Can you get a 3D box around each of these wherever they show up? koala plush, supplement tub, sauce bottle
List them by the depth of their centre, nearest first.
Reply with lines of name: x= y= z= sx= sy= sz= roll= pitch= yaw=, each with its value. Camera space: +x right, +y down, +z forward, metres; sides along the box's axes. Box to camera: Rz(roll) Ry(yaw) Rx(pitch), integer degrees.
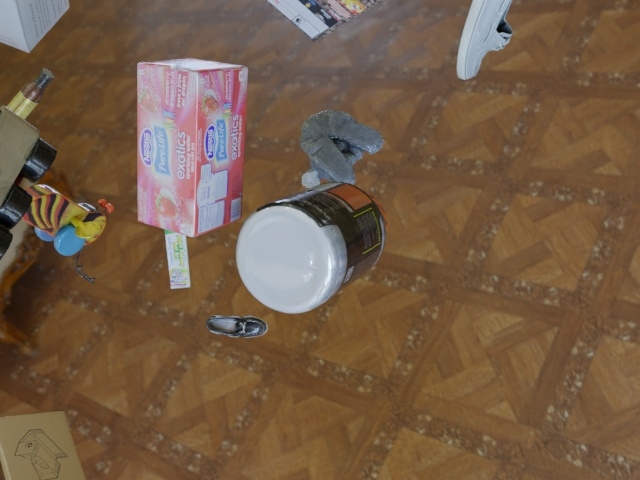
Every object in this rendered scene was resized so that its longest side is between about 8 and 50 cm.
supplement tub: x=0.000 y=0.000 z=1.498 sx=0.207 sy=0.207 sz=0.338 roll=-11 pitch=7 yaw=26
sauce bottle: x=-0.562 y=-0.276 z=1.501 sx=0.128 sy=0.042 sz=0.042 roll=-41 pitch=40 yaw=15
koala plush: x=0.029 y=-0.233 z=2.106 sx=0.203 sy=0.221 sz=0.196 roll=37 pitch=74 yaw=1

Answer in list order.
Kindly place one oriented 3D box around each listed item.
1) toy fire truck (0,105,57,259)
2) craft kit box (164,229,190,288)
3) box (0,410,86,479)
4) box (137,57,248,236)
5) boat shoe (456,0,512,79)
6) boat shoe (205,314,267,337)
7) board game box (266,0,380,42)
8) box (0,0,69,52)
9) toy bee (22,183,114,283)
toy fire truck: x=-0.477 y=-0.038 z=1.042 sx=0.246 sy=0.158 sz=0.217 roll=-19 pitch=45 yaw=40
craft kit box: x=-0.368 y=-0.049 z=1.969 sx=0.061 sy=0.249 sz=0.246 roll=-7 pitch=35 yaw=-12
box: x=-0.590 y=0.456 z=1.636 sx=0.021 sy=0.164 sz=0.201 roll=-48 pitch=56 yaw=28
box: x=-0.239 y=-0.175 z=1.437 sx=0.142 sy=0.300 sz=0.154 roll=15 pitch=22 yaw=27
boat shoe: x=0.305 y=-0.381 z=1.401 sx=0.081 sy=0.227 sz=0.079 roll=23 pitch=47 yaw=13
boat shoe: x=-0.171 y=0.174 z=1.581 sx=0.125 sy=0.038 sz=0.046 roll=9 pitch=93 yaw=0
board game box: x=0.012 y=-0.616 z=1.736 sx=0.291 sy=0.232 sz=0.141 roll=-17 pitch=45 yaw=50
box: x=-0.477 y=-0.395 z=1.104 sx=0.181 sy=0.182 sz=0.119 roll=22 pitch=57 yaw=6
toy bee: x=-0.549 y=-0.050 z=1.722 sx=0.195 sy=0.298 sz=0.162 roll=36 pitch=74 yaw=10
